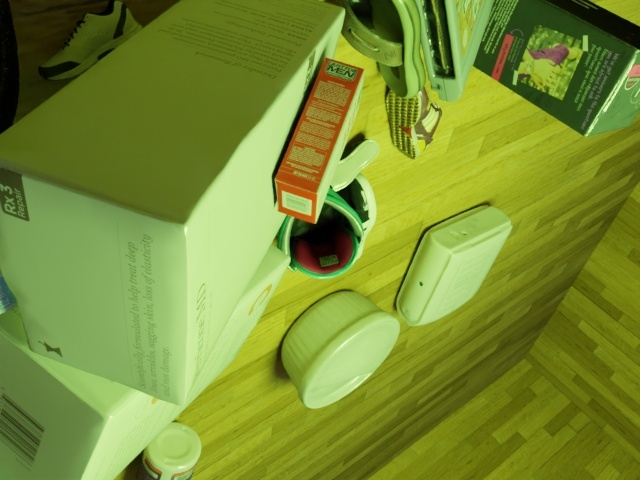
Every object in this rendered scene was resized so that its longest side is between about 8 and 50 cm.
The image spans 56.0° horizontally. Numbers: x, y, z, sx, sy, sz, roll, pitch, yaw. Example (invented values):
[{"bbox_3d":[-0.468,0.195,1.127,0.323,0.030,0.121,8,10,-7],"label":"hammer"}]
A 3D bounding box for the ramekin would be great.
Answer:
[{"bbox_3d":[0.034,0.231,1.327,0.273,0.127,0.273,-31,147,-23],"label":"ramekin"}]

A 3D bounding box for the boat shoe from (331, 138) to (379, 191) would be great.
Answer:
[{"bbox_3d":[0.040,-0.122,0.986,0.125,0.038,0.046,-42,107,-6],"label":"boat shoe"}]

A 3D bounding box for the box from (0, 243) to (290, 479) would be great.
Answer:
[{"bbox_3d":[-0.216,0.115,0.706,0.215,0.168,0.345,-59,170,31],"label":"box"}]

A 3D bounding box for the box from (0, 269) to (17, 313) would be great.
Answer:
[{"bbox_3d":[-0.333,-0.027,0.483,0.103,0.203,0.114,-28,146,-26],"label":"box"}]

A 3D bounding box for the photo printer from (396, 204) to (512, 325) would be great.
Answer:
[{"bbox_3d":[0.325,0.076,1.509,0.256,0.107,0.307,-22,144,-33],"label":"photo printer"}]

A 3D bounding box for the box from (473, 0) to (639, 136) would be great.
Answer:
[{"bbox_3d":[0.382,-0.300,0.952,0.165,0.270,0.143,-17,141,-39],"label":"box"}]

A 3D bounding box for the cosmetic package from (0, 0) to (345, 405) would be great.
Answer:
[{"bbox_3d":[-0.111,-0.075,0.565,0.385,0.156,0.217,-68,173,-45],"label":"cosmetic package"}]

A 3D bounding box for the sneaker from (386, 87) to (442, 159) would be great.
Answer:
[{"bbox_3d":[0.161,-0.218,0.998,0.084,0.069,0.185,-46,157,-16],"label":"sneaker"}]

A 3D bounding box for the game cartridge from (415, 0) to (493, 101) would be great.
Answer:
[{"bbox_3d":[0.178,-0.346,0.781,0.198,0.062,0.297,-66,156,-14],"label":"game cartridge"}]

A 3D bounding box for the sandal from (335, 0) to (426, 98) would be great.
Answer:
[{"bbox_3d":[0.069,-0.271,0.771,0.086,0.120,0.303,-30,150,2],"label":"sandal"}]

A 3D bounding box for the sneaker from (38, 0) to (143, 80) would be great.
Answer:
[{"bbox_3d":[-0.228,-0.194,0.581,0.109,0.040,0.043,-40,133,-15],"label":"sneaker"}]

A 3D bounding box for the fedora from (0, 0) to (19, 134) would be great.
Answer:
[{"bbox_3d":[-0.325,-0.165,0.336,0.153,0.334,0.334,-8,147,4],"label":"fedora"}]

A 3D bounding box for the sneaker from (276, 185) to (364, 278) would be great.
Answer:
[{"bbox_3d":[0.000,0.000,0.899,0.124,0.178,0.295,-24,138,0],"label":"sneaker"}]

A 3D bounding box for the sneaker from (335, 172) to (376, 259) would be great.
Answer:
[{"bbox_3d":[0.024,-0.015,1.058,0.121,0.079,0.217,-27,146,-26],"label":"sneaker"}]

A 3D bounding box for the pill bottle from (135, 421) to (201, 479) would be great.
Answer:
[{"bbox_3d":[-0.312,0.465,1.211,0.108,0.108,0.193,-13,138,-42],"label":"pill bottle"}]

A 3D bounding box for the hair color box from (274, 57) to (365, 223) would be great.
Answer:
[{"bbox_3d":[0.000,-0.096,0.582,0.072,0.043,0.141,96,14,-68],"label":"hair color box"}]
